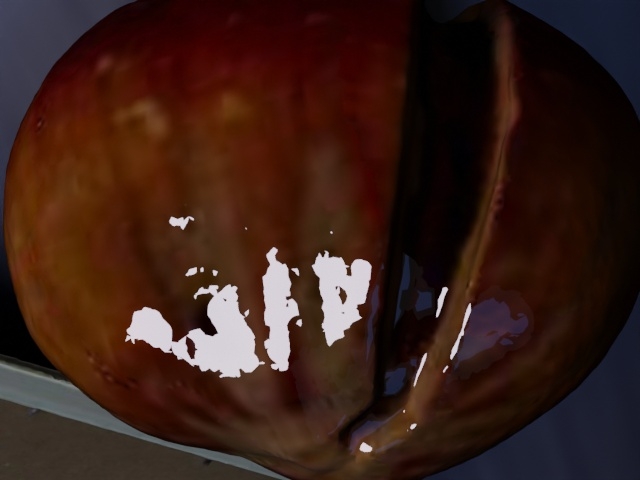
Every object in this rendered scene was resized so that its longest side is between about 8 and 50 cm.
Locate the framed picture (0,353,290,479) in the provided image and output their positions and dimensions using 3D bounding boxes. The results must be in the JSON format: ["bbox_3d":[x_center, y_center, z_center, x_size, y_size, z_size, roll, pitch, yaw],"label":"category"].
[{"bbox_3d":[-0.160,0.111,0.658,0.293,0.018,0.231,20,126,-30],"label":"framed picture"}]

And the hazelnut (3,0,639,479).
[{"bbox_3d":[0.000,0.000,0.596,0.204,0.178,0.178,13,114,-9],"label":"hazelnut"}]
